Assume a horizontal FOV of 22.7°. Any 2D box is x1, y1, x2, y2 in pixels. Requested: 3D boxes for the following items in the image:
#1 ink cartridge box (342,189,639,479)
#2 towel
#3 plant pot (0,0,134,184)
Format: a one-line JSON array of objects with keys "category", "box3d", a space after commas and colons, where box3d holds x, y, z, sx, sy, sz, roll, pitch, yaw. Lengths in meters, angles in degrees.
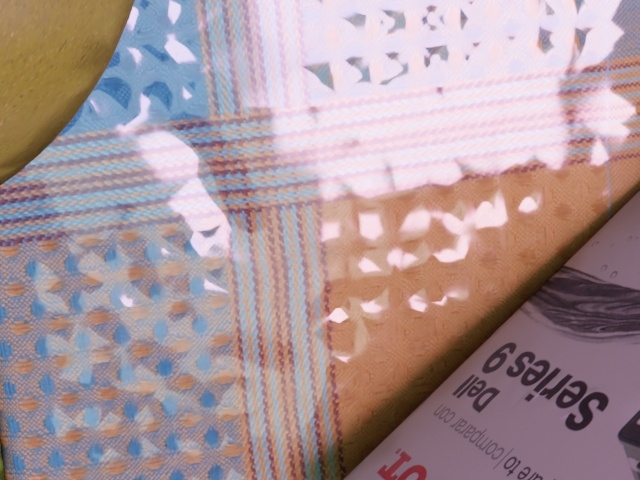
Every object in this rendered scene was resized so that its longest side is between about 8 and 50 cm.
[{"category": "ink cartridge box", "box3d": [0.165, 0.060, 0.523, 0.289, 0.211, 0.121, -44, 111, -7]}, {"category": "towel", "box3d": [0.000, 0.000, 0.621, 0.272, 0.040, 0.370, -5, 103, -3]}, {"category": "plant pot", "box3d": [-0.212, -0.105, 0.430, 0.275, 0.293, 0.274, 2, 102, 8]}]
